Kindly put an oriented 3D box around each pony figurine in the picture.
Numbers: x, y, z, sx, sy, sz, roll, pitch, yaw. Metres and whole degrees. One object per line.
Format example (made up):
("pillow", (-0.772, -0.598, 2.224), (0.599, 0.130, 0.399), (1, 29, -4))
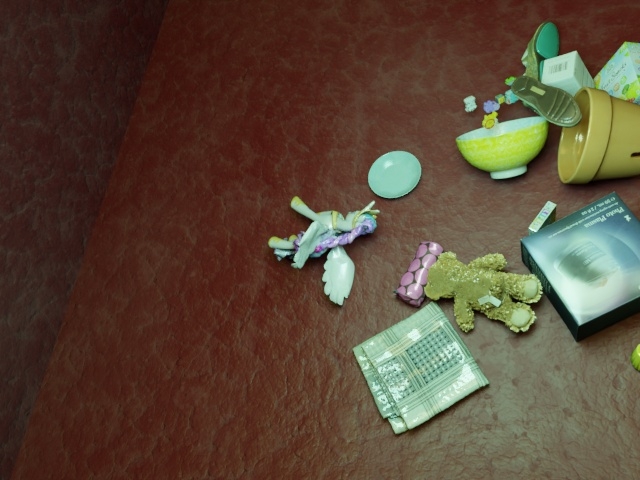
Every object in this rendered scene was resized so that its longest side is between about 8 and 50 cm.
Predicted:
("pony figurine", (0.000, 0.000, 1.865), (0.363, 0.303, 0.351), (6, 59, 41))

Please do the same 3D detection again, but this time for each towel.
("towel", (0.288, 0.382, 1.657), (0.324, 0.056, 0.312), (-32, 58, 6))

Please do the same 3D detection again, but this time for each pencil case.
("pencil case", (0.318, 0.104, 1.765), (0.098, 0.095, 0.209), (8, 63, 59))

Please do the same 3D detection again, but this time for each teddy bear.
("teddy bear", (0.491, 0.152, 1.646), (0.337, 0.113, 0.245), (-3, 87, 31))

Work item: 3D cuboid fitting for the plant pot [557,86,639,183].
("plant pot", (0.863, -0.304, 1.642), (0.203, 0.291, 0.291), (8, 68, 7))

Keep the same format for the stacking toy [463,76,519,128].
("stacking toy", (0.615, -0.468, 1.841), (0.221, 0.052, 0.167), (-26, 38, 2))

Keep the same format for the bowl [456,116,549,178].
("bowl", (0.601, -0.291, 1.777), (0.289, 0.289, 0.156), (-11, 104, 17))

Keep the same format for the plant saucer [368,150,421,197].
("plant saucer", (0.271, -0.232, 1.975), (0.194, 0.037, 0.195), (-9, 62, 18))

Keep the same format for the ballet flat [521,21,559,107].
("ballet flat", (0.763, -0.616, 1.924), (0.123, 0.123, 0.349), (2, 65, 23))

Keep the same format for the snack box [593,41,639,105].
("snack box", (0.964, -0.488, 1.728), (0.070, 0.174, 0.207), (4, 63, -7))

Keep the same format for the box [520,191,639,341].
("box", (0.775, 0.074, 1.533), (0.296, 0.183, 0.294), (-29, 59, 8))

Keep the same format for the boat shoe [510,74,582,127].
("boat shoe", (0.701, -0.419, 1.667), (0.095, 0.095, 0.257), (-47, 50, 17))

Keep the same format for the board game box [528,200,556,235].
("board game box", (0.670, -0.039, 1.645), (0.026, 0.154, 0.103), (34, 82, 31))

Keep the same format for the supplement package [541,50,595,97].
("supplement package", (0.815, -0.513, 1.789), (0.105, 0.179, 0.105), (-6, 61, 44))

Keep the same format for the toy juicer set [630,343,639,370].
("toy juicer set", (0.970, 0.369, 1.363), (0.209, 0.089, 0.329), (-27, 48, 1))
